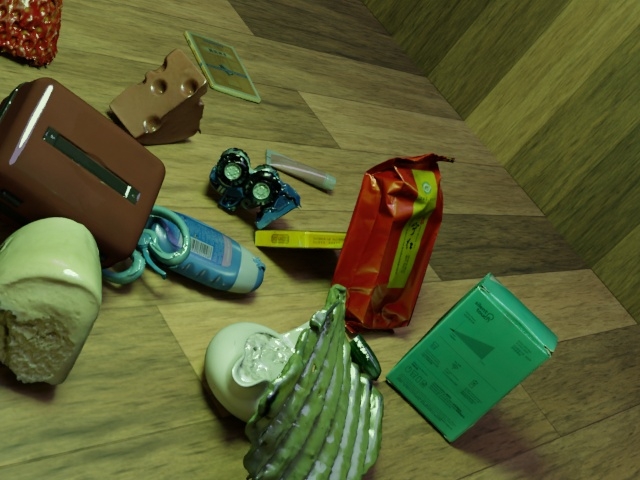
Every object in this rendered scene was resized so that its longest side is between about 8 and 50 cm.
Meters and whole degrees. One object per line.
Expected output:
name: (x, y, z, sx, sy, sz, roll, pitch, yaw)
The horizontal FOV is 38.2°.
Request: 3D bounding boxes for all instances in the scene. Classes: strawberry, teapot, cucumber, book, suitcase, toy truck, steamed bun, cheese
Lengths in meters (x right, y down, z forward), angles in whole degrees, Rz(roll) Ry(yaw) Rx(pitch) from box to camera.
strawberry: (-0.639, -0.509, 1.977, 0.234, 0.178, 0.234, 34, 22, -15)
teapot: (-0.099, 0.223, 1.632, 0.204, 0.139, 0.298, 41, 28, 6)
cucumber: (0.094, 0.246, 1.931, 0.048, 0.048, 0.105, -6, 53, -54)
book: (-0.270, -0.479, 2.549, 0.170, 0.018, 0.241, 11, 40, -43)
suitcase: (-0.423, -0.107, 1.549, 0.297, 0.161, 0.236, 38, 55, -34)
toy truck: (-0.147, -0.108, 2.045, 0.208, 0.126, 0.113, 30, 12, -9)
steamed bun: (-0.429, 0.075, 1.404, 0.170, 0.200, 0.225, 18, 21, -20)
cheese: (-0.360, -0.291, 2.041, 0.177, 0.203, 0.128, -32, 74, -28)

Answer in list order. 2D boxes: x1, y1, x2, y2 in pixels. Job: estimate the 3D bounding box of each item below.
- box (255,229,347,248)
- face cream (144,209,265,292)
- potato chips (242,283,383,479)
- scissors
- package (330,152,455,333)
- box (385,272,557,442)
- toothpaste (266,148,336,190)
box: (0.000, 0.000, 2.076, 0.269, 0.152, 0.043, 1, 92, -50)
face cream: (-0.226, 0.026, 1.812, 0.264, 0.083, 0.149, 26, 34, -26)
potato chips: (0.000, 0.284, 1.554, 0.389, 0.097, 0.373, -51, 134, -47)
scissors: (-0.394, -0.066, 1.721, 0.180, 0.032, 0.393, -31, 60, -22)
package: (0.156, 0.001, 2.032, 0.123, 0.423, 0.196, 24, 13, 37)
box: (0.314, 0.243, 1.924, 0.205, 0.311, 0.118, 43, 26, 4)
toothpaste: (-0.052, -0.179, 2.371, 0.195, 0.043, 0.067, 22, 35, -20)
